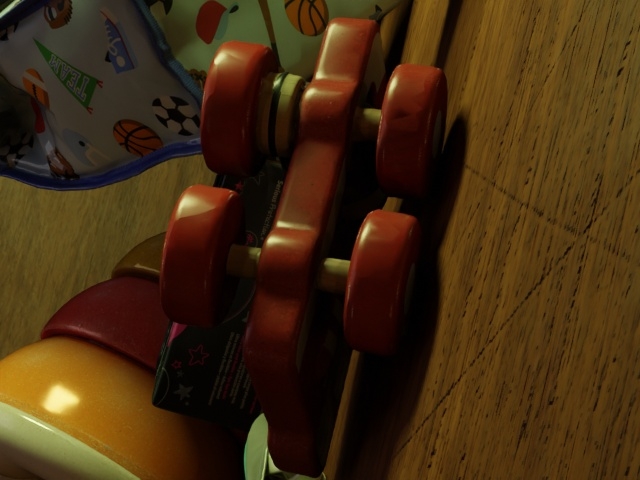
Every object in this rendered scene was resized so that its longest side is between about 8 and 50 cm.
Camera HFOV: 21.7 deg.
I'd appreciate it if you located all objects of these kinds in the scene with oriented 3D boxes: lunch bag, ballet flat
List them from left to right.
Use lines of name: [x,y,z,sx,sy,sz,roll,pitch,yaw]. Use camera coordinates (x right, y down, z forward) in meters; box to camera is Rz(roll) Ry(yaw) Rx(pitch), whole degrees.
lunch bag: [-0.166,-0.211,1.645,0.328,0.239,0.385,-39,13,-38]
ballet flat: [-0.024,0.213,1.341,0.068,0.072,0.213,-37,29,30]

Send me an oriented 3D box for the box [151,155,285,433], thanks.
box: [-0.054,0.040,1.566,0.163,0.142,0.247,-104,32,-78]

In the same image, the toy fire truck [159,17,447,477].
toy fire truck: [0.000,0.000,1.262,0.254,0.169,0.302,80,-160,-61]

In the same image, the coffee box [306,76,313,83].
coffee box: [-0.035,-0.231,1.898,0.119,0.168,0.297,-83,11,-49]

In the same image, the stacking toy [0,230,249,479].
stacking toy: [-0.146,0.105,1.803,0.480,0.350,0.350,-58,2,-20]
